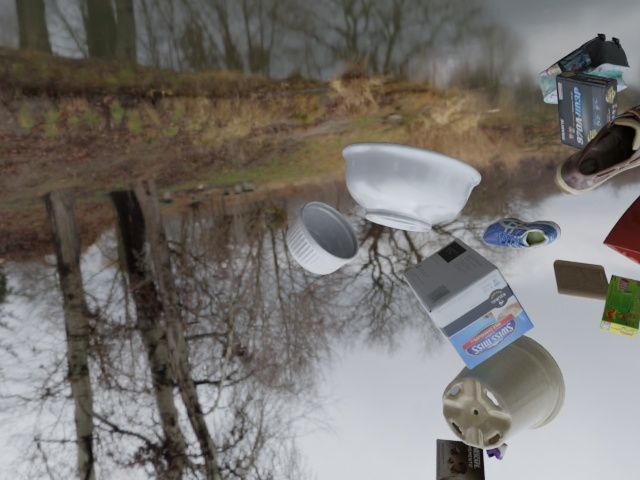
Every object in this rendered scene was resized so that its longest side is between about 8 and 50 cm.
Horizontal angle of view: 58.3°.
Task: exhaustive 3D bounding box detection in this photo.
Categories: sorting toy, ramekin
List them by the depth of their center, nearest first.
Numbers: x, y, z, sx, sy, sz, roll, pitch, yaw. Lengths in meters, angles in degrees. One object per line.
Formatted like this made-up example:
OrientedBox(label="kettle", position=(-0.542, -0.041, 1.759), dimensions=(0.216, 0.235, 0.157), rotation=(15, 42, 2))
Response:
OrientedBox(label="ramekin", position=(0.000, 0.000, 1.652), dimensions=(0.207, 0.207, 0.109), rotation=(-11, 154, -51))
OrientedBox(label="sorting toy", position=(0.999, 0.157, 2.198), dimensions=(0.192, 0.038, 0.208), rotation=(7, -145, 12))

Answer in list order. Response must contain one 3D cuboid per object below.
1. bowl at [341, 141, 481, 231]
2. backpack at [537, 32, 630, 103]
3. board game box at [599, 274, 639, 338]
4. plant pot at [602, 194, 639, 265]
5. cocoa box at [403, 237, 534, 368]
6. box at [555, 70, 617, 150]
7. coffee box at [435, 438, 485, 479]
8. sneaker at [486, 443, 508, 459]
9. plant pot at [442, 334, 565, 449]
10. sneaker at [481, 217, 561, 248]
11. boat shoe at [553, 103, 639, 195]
OrientedBox(label="bowl", position=(0.176, -0.098, 1.209), dimensions=(0.297, 0.134, 0.298), rotation=(13, 175, 1))
OrientedBox(label="backpack", position=(0.869, -0.541, 1.914), dimensions=(0.225, 0.191, 0.253), rotation=(-8, 173, -38))
OrientedBox(label="board game box", position=(0.854, 0.183, 1.617), dimensions=(0.092, 0.043, 0.181), rotation=(14, -132, 26))
OrientedBox(label="plant pot", position=(1.080, -0.029, 1.733), dimensions=(0.267, 0.236, 0.267), rotation=(21, -178, -31))
OrientedBox(label="cocoa box", position=(0.437, 0.180, 1.751), dimensions=(0.231, 0.228, 0.347), rotation=(-34, -165, 4))
OrientedBox(label="box", position=(0.762, -0.364, 1.640), dimensions=(0.051, 0.220, 0.175), rotation=(-27, -147, -13))
OrientedBox(label="coffee box", position=(0.477, 0.843, 1.962), dimensions=(0.168, 0.119, 0.297), rotation=(1, -145, 12))
OrientedBox(label="sneaker", position=(0.600, 0.734, 2.046), dimensions=(0.068, 0.071, 0.170), rotation=(16, 176, -9))
OrientedBox(label="plant pot", position=(0.546, 0.489, 1.801), dimensions=(0.333, 0.334, 0.305), rotation=(0, -172, 42))
OrientedBox(label="sneaker", position=(0.546, -0.018, 1.585), dimensions=(0.211, 0.080, 0.081), rotation=(-6, -166, 36))
OrientedBox(label="boat shoe", position=(0.684, -0.225, 1.277), dimensions=(0.341, 0.123, 0.123), rotation=(-31, 168, -5))
